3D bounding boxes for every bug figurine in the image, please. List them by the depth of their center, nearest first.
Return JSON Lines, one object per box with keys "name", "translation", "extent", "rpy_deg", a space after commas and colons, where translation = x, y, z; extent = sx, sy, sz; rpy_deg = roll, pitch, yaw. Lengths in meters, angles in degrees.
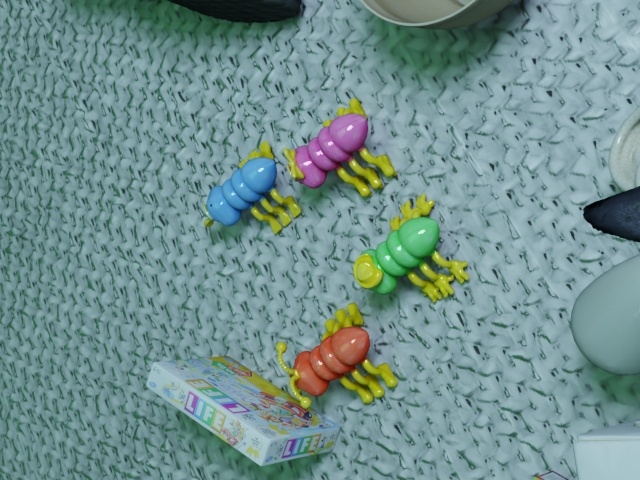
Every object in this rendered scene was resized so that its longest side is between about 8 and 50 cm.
{"name": "bug figurine", "translation": [0.000, 0.000, 0.907], "extent": [0.216, 0.072, 0.279], "rpy_deg": [-43, 64, 28]}

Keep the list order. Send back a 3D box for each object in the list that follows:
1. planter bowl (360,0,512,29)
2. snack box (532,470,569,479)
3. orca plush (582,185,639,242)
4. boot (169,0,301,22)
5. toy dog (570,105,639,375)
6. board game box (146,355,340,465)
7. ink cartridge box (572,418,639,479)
{"name": "planter bowl", "translation": [0.112, -0.242, 0.808], "extent": [0.162, 0.109, 0.162], "rpy_deg": [-1, 88, 37]}
{"name": "snack box", "translation": [0.186, 0.265, 0.776], "extent": [0.100, 0.037, 0.141], "rpy_deg": [30, 106, 35]}
{"name": "orca plush", "translation": [0.223, 0.093, 0.557], "extent": [0.151, 0.102, 0.287], "rpy_deg": [-35, 101, 7]}
{"name": "boot", "translation": [-0.138, -0.349, 1.006], "extent": [0.338, 0.118, 0.222], "rpy_deg": [21, 96, 32]}
{"name": "toy dog", "translation": [0.314, 0.002, 0.607], "extent": [0.334, 0.161, 0.220], "rpy_deg": [-20, 48, 69]}
{"name": "board game box", "translation": [-0.072, 0.154, 0.936], "extent": [0.154, 0.103, 0.026], "rpy_deg": [26, 104, 34]}
{"name": "ink cartridge box", "translation": [0.250, 0.221, 0.654], "extent": [0.093, 0.154, 0.212], "rpy_deg": [-16, 79, 40]}
